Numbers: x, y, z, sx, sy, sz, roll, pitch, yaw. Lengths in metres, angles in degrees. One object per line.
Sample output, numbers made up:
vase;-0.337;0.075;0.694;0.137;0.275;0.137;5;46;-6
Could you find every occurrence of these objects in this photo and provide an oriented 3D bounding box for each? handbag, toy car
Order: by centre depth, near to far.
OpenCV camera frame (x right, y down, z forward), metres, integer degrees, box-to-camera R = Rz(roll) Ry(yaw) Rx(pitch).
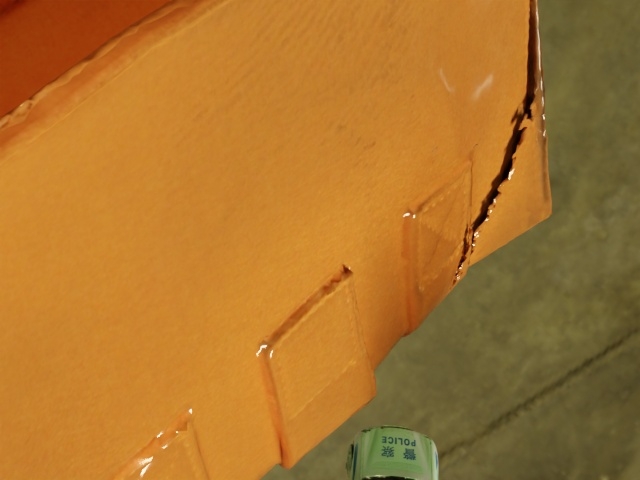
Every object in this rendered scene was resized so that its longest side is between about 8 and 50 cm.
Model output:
handbag;-0.041;-0.015;0.513;0.410;0.116;0.303;-42;142;-29
toy car;0.069;0.277;1.042;0.090;0.224;0.076;6;150;-3
